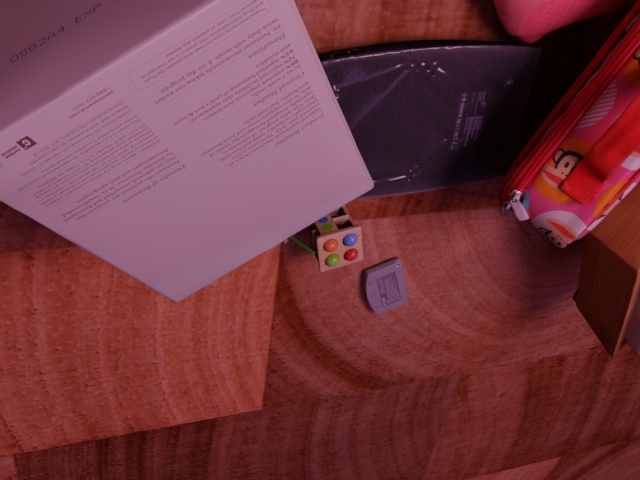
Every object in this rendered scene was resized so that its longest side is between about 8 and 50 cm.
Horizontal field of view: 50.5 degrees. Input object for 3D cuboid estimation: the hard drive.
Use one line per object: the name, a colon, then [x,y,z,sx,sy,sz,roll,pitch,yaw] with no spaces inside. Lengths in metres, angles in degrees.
hard drive: [0.095,-0.130,0.717,0.255,0.054,0.172,-8,130,-15]

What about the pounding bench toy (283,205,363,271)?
pounding bench toy: [0.000,0.000,0.777,0.083,0.065,0.052,-16,132,-10]

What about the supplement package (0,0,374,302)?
supplement package: [-0.113,-0.116,0.490,0.199,0.198,0.262,-30,155,3]

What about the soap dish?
soap dish: [0.444,-0.015,0.853,0.291,0.118,0.229,-44,146,-14]

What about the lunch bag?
lunch bag: [0.308,-0.128,0.685,0.293,0.120,0.258,-56,169,26]

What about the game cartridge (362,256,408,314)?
game cartridge: [0.085,0.062,0.899,0.056,0.017,0.083,-24,133,-8]

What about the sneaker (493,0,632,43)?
sneaker: [0.301,-0.299,0.650,0.314,0.115,0.136,-25,145,8]
